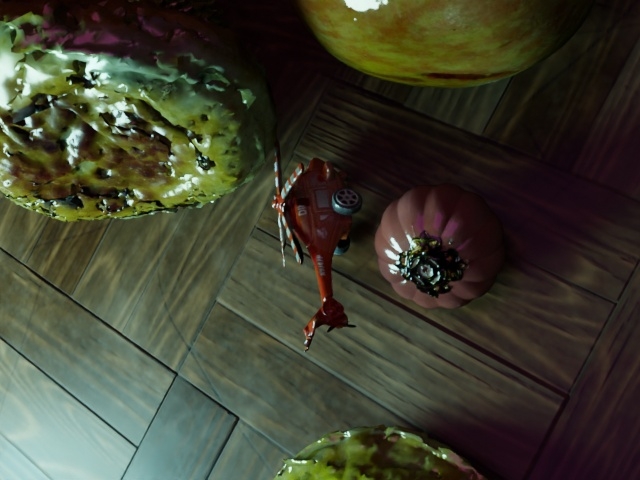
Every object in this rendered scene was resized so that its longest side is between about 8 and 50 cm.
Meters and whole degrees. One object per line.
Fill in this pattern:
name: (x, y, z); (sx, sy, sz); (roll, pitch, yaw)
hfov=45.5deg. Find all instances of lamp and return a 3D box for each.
lamp: (0.097, 0.005, 0.626); (0.108, 0.092, 0.107); (10, 117, 20)

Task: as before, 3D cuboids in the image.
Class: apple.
apple: (0.086, -0.247, 0.601); (0.264, 0.264, 0.264); (-6, 76, 24)

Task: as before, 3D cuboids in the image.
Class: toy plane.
toy plane: (0.001, -0.006, 0.656); (0.077, 0.194, 0.126); (0, 119, -11)

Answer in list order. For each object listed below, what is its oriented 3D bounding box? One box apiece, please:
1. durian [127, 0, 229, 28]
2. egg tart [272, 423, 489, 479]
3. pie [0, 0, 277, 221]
durian: (-0.172, -0.177, 0.764); (0.198, 0.146, 0.159); (-50, 36, 34)
egg tart: (0.039, 0.289, 0.574); (0.295, 0.116, 0.294); (-5, 75, 21)
pie: (-0.171, -0.098, 0.657); (0.308, 0.308, 0.085); (-12, 59, 22)
